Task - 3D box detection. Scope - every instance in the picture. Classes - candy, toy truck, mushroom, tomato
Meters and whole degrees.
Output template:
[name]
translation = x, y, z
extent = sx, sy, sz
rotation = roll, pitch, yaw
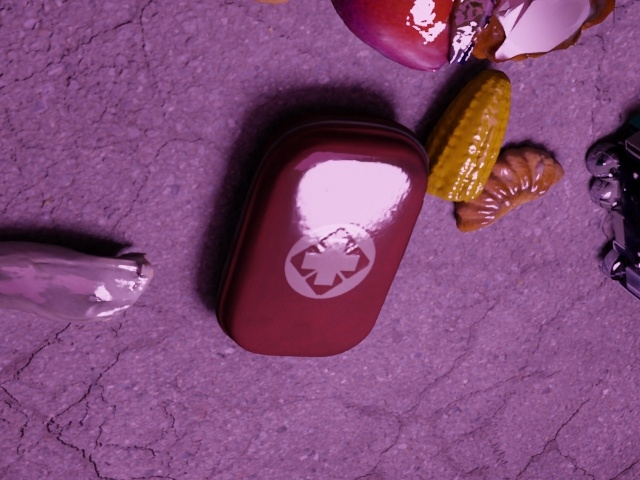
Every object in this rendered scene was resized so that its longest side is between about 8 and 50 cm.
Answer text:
[candy]
translation = 0.210, -0.151, 2.053
extent = 0.199, 0.106, 0.094
rotation = -66, 168, 26
[toy truck]
translation = 0.542, -0.046, 2.278
extent = 0.178, 0.176, 0.363
rotation = -30, 136, -19
[mushroom]
translation = -0.392, 0.052, 1.917
extent = 0.351, 0.097, 0.109
rotation = 1, 124, -24
[tomato]
translation = 0.087, -0.374, 1.666
extent = 0.176, 0.289, 0.335
rotation = 7, 127, -29

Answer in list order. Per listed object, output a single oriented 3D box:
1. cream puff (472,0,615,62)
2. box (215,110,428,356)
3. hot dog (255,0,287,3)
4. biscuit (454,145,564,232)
[cream puff]
translation = 0.264, -0.337, 1.883
extent = 0.269, 0.155, 0.241
rotation = 9, 122, -31
[box]
translation = 0.000, 0.000, 2.056
extent = 0.263, 0.108, 0.404
rotation = 3, 126, -23
[hot dog]
translation = -0.081, -0.456, 1.572
extent = 0.223, 0.185, 0.405
rotation = 0, 128, -27
[biscuit]
translation = 0.281, -0.076, 2.185
extent = 0.183, 0.061, 0.118
rotation = -28, 134, -3
